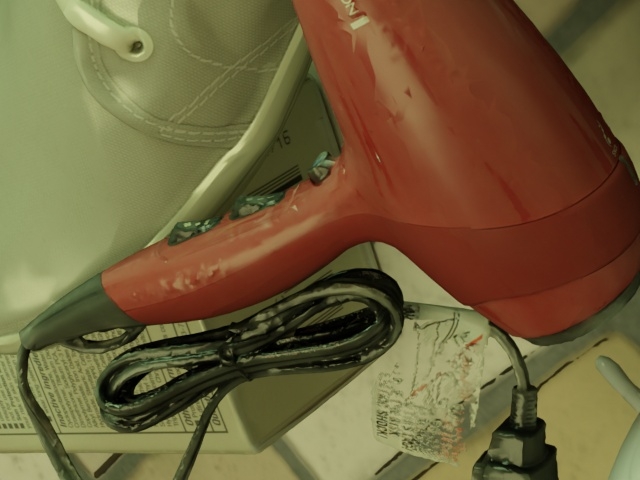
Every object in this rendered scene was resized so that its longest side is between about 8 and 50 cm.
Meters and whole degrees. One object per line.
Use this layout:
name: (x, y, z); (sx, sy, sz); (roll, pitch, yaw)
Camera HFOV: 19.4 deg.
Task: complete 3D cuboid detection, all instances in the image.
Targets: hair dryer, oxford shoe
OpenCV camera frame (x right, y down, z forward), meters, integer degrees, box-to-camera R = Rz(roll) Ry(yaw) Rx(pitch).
hair dryer: (0.000, 0.000, 0.656); (0.223, 0.080, 0.293); (8, 118, 1)
oxford shoe: (-0.054, -0.138, 0.689); (0.449, 0.130, 0.169); (-52, 57, 27)

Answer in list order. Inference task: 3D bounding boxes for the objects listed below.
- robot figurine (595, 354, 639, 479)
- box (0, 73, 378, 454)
robot figurine: (0.242, 0.127, 0.632); (0.353, 0.200, 0.300); (8, 79, 36)
box: (-0.132, 0.019, 0.930); (0.311, 0.121, 0.148); (-4, 111, 40)
